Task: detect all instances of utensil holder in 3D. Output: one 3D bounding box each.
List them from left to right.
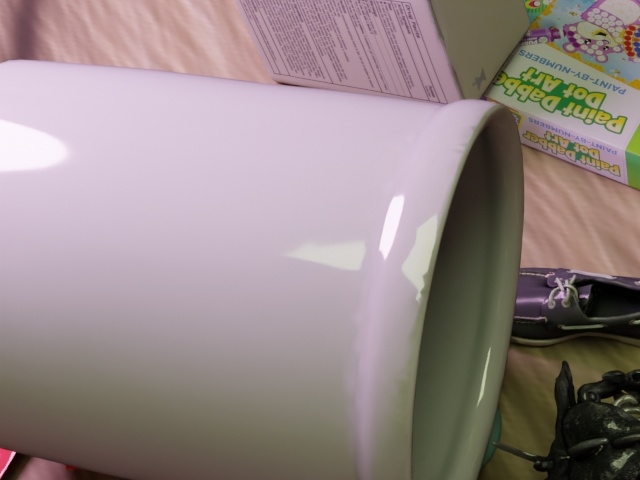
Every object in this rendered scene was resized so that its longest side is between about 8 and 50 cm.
[{"bbox_3d":[-0.071,0.037,1.229,0.385,0.327,0.328,8,56,17],"label":"utensil holder"}]

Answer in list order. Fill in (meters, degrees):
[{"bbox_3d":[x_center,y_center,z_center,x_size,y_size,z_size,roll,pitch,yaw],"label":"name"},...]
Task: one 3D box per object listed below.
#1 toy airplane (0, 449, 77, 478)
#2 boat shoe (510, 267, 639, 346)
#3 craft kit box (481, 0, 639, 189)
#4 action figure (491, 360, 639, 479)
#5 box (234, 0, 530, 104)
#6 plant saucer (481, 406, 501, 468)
[{"bbox_3d":[-0.239,0.157,1.368,0.151,0.028,0.151,-4,53,5],"label":"toy airplane"},{"bbox_3d":[0.217,0.045,1.365,0.206,0.065,0.075,5,55,12],"label":"boat shoe"},{"bbox_3d":[0.296,-0.167,1.517,0.250,0.061,0.247,24,63,23],"label":"craft kit box"},{"bbox_3d":[0.276,0.159,1.236,0.275,0.141,0.164,-17,58,28],"label":"action figure"},{"bbox_3d":[0.051,-0.223,1.497,0.232,0.149,0.127,14,55,35],"label":"box"},{"bbox_3d":[0.088,0.145,1.337,0.119,0.021,0.119,-3,54,5],"label":"plant saucer"}]
